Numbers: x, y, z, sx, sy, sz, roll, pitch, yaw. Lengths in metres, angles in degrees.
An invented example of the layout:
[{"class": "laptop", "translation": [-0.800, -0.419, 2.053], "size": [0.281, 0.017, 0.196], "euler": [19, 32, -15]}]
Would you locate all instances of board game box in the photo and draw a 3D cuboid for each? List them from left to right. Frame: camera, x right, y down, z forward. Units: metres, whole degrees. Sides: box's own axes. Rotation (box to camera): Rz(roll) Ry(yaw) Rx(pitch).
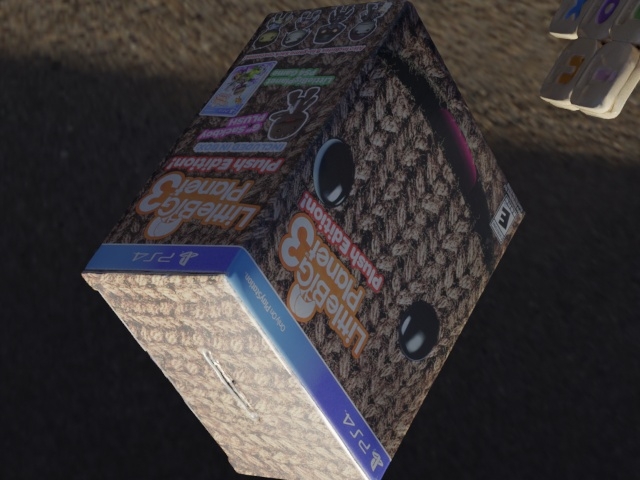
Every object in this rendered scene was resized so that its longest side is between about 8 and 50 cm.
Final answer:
[{"class": "board game box", "translation": [0.000, 0.000, 1.233], "size": [0.232, 0.141, 0.291], "euler": [56, 50, -34]}]

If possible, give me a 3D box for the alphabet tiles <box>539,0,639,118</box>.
[{"class": "alphabet tiles", "translation": [0.267, -0.221, 1.236], "size": [0.021, 0.278, 0.284], "euler": [32, 91, -14]}]
